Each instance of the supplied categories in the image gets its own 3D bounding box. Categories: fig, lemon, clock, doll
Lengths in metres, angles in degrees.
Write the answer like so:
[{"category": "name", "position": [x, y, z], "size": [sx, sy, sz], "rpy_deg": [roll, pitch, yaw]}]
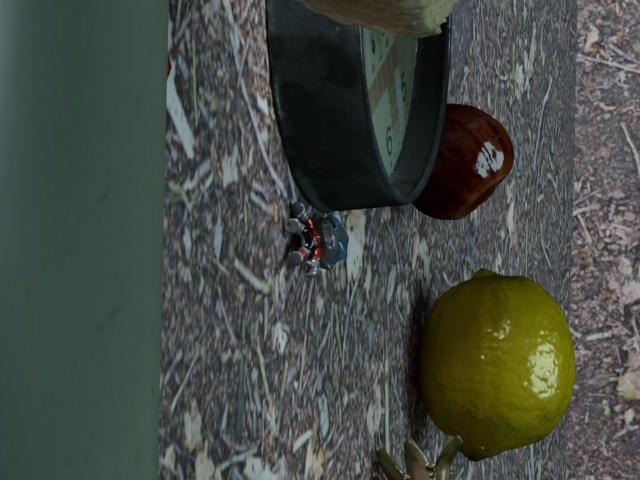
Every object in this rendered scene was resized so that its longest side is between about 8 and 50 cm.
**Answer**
[{"category": "fig", "position": [0.127, -0.089, 1.855], "size": [0.150, 0.128, 0.128], "rpy_deg": [47, 38, -28]}, {"category": "lemon", "position": [0.189, 0.133, 1.992], "size": [0.180, 0.181, 0.193], "rpy_deg": [68, 6, -56]}, {"category": "clock", "position": [0.044, -0.213, 1.588], "size": [0.386, 0.076, 0.386], "rpy_deg": [2, 90, -75]}, {"category": "doll", "position": [0.001, -0.001, 1.527], "size": [0.057, 0.039, 0.114], "rpy_deg": [51, 17, 16]}]

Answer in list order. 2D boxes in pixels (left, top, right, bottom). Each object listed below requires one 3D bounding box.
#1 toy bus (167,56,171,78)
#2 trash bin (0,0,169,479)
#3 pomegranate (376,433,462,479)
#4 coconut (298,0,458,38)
[{"category": "toy bus", "position": [-0.118, -0.087, 1.090], "size": [0.110, 0.031, 0.043], "rpy_deg": [-71, 155, -52]}, {"category": "trash bin", "position": [-0.167, -0.062, 0.460], "size": [0.280, 0.280, 0.432], "rpy_deg": [-50, 143, -67]}, {"category": "pomegranate", "position": [0.122, 0.301, 1.788], "size": [0.181, 0.182, 0.224], "rpy_deg": [51, 20, -67]}, {"category": "coconut", "position": [0.019, -0.296, 1.140], "size": [0.297, 0.255, 0.297], "rpy_deg": [-55, 162, -26]}]
